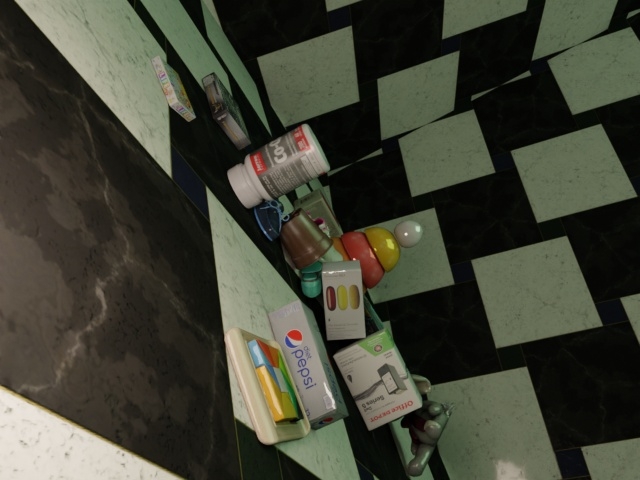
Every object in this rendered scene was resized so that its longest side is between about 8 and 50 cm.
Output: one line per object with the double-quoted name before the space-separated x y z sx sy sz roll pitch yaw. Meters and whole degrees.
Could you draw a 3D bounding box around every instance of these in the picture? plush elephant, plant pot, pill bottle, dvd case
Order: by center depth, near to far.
"pill bottle" -0.129 -0.220 1.604 0.161 0.283 0.161 61 8 -15
"plant pot" -0.067 -0.013 1.841 0.165 0.167 0.167 53 10 -15
"dvd case" 0.155 0.355 2.013 0.253 0.022 0.180 -1 -59 59
"plush elephant" 0.365 0.688 2.081 0.330 0.255 0.272 -36 146 -51

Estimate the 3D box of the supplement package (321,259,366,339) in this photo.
"supplement package" 0.080 0.202 1.820 0.134 0.138 0.244 -82 167 -77

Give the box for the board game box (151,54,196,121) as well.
"board game box" -0.396 -0.409 1.425 0.154 0.026 0.103 65 8 15

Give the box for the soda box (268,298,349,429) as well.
"soda box" -0.031 0.291 1.250 0.098 0.091 0.286 53 13 -55

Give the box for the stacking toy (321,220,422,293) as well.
"stacking toy" 0.222 0.062 2.259 0.351 0.479 0.351 61 8 -15

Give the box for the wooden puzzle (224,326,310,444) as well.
"wooden puzzle" -0.092 0.284 1.041 0.221 0.044 0.238 66 8 21

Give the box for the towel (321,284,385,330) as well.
"towel" 0.124 0.266 2.026 0.370 0.040 0.271 59 -27 -11

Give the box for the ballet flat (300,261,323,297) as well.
"ballet flat" -0.032 0.144 1.863 0.247 0.083 0.087 -80 167 -77

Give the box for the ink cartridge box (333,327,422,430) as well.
"ink cartridge box" 0.194 0.462 1.768 0.273 0.198 0.115 63 8 7

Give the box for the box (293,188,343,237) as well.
"box" -0.011 -0.104 2.513 0.232 0.148 0.127 60 7 -28

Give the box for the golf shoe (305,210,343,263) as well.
"golf shoe" 0.000 0.000 2.017 0.306 0.140 0.115 34 19 -37

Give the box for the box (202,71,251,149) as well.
"box" -0.339 -0.466 1.896 0.183 0.056 0.231 54 12 -54

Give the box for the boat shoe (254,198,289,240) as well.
"boat shoe" -0.164 -0.107 1.716 0.109 0.089 0.258 55 11 -45
